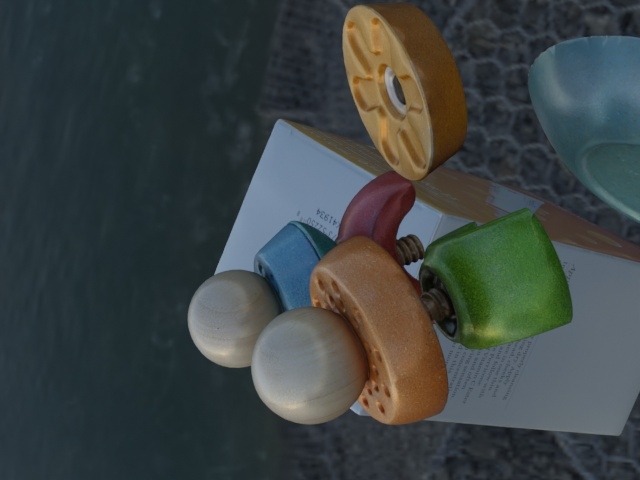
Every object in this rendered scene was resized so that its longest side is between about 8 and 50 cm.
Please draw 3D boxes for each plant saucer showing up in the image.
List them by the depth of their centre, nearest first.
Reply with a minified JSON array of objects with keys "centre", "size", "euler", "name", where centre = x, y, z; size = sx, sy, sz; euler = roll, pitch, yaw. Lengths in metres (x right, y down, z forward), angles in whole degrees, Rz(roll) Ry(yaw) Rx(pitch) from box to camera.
[{"centre":[0.196,-0.040,0.728],"size":[0.195,0.195,0.037],"euler":[10,66,50],"name":"plant saucer"}]

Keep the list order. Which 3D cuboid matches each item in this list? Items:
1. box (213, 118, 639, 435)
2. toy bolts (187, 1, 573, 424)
[{"centre":[0.117,0.039,1.148],"size":[0.215,0.345,0.168],"euler":[33,105,44],"name":"box"},{"centre":[0.000,0.000,0.757],"size":[0.218,0.158,0.228],"euler":[67,164,2],"name":"toy bolts"}]
